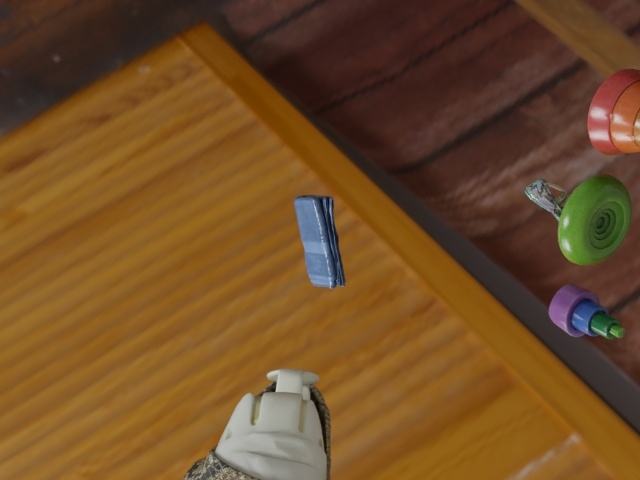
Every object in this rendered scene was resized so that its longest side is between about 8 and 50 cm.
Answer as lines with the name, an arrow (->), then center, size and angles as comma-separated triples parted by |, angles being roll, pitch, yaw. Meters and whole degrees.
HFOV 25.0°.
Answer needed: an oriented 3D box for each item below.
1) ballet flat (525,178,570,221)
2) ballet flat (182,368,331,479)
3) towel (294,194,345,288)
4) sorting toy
ballet flat -> 0.316, -0.048, 1.913 | 0.041, 0.041, 0.114 | -49, 130, 6
ballet flat -> -0.053, 0.230, 1.569 | 0.164, 0.483, 0.182 | 15, 95, 1
towel -> 0.000, 0.000, 1.816 | 0.029, 0.067, 0.119 | -18, 103, -28
sorting toy -> 0.403, -0.034, 1.883 | 0.127, 0.126, 0.365 | 2, 107, -39
